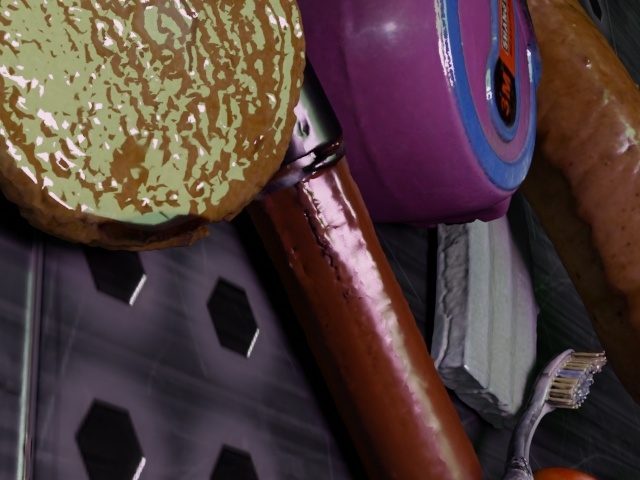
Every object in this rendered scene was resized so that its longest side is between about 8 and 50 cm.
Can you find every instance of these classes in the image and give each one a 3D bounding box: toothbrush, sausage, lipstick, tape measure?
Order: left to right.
[{"bbox_3d":[0.000,0.000,0.750,0.418,0.077,0.077,66,29,-11],"label":"lipstick"},{"bbox_3d":[0.064,-0.122,0.866,0.245,0.149,0.231,37,53,-57],"label":"tape measure"},{"bbox_3d":[0.110,0.188,0.828,0.413,0.042,0.035,-47,124,-48],"label":"toothbrush"},{"bbox_3d":[0.206,-0.083,1.015,0.501,0.123,0.136,62,-13,13],"label":"sausage"}]

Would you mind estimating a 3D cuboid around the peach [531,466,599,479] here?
[{"bbox_3d":[0.176,0.210,0.909,0.101,0.100,0.101,37,43,-45],"label":"peach"}]

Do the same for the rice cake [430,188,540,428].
[{"bbox_3d":[0.130,0.028,0.989,0.127,0.043,0.237,42,40,-43],"label":"rice cake"}]

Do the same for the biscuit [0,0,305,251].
[{"bbox_3d":[-0.099,-0.100,0.616,0.226,0.042,0.226,9,76,-39],"label":"biscuit"}]
